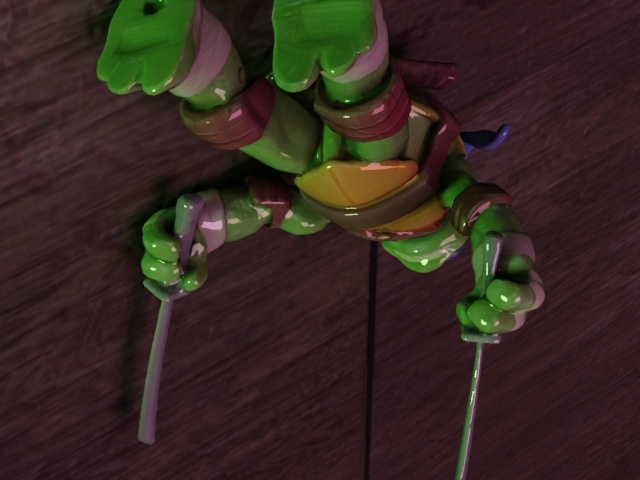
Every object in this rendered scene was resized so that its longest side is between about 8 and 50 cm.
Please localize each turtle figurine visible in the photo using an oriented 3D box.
[{"bbox_3d":[0.000,0.000,0.782,0.275,0.198,0.266,-48,142,-8],"label":"turtle figurine"}]
